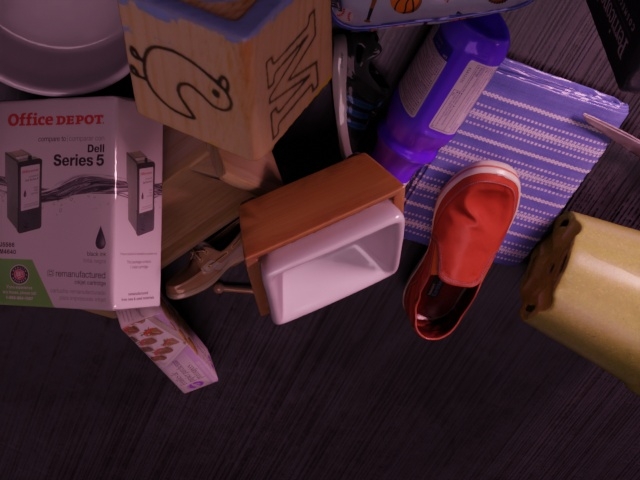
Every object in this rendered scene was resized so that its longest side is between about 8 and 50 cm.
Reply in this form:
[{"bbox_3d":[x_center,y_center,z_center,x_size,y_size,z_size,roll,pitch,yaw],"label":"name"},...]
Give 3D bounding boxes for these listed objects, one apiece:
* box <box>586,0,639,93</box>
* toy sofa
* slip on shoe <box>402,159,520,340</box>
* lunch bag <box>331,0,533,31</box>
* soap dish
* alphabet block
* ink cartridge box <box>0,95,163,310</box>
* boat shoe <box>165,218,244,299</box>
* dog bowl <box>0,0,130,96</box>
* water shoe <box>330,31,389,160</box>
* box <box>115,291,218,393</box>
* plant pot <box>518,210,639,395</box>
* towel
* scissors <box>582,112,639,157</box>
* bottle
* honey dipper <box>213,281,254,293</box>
[{"bbox_3d":[0.470,-0.437,1.220,0.297,0.480,0.471,9,129,-9],"label":"box"},{"bbox_3d":[-0.237,-0.056,1.741,0.362,0.177,0.150,-33,149,22],"label":"toy sofa"},{"bbox_3d":[0.209,0.020,1.807,0.123,0.101,0.331,12,130,-14],"label":"slip on shoe"},{"bbox_3d":[0.122,-0.386,1.485,0.303,0.115,0.243,-7,128,1],"label":"lunch bag"},{"bbox_3d":[0.000,0.000,1.704,0.229,0.118,0.291,-24,163,-6],"label":"soap dish"},{"bbox_3d":[-0.108,-0.249,1.478,0.192,0.193,0.197,25,145,22],"label":"alphabet block"},{"bbox_3d":[-0.317,-0.050,1.610,0.198,0.115,0.272,1,91,26],"label":"ink cartridge box"},{"bbox_3d":[-0.165,0.023,1.816,0.170,0.063,0.059,-36,122,-24],"label":"boat shoe"},{"bbox_3d":[-0.329,-0.315,1.520,0.265,0.104,0.265,-1,131,-2],"label":"dog bowl"},{"bbox_3d":[0.056,-0.189,1.673,0.080,0.073,0.203,-7,131,0],"label":"water shoe"},{"bbox_3d":[-0.232,0.150,1.862,0.063,0.067,0.324,-22,153,1],"label":"box"},{"bbox_3d":[0.446,0.085,1.834,0.254,0.276,0.276,23,126,-7],"label":"plant pot"},{"bbox_3d":[0.264,-0.107,1.787,0.243,0.040,0.336,15,130,-18],"label":"towel"},{"bbox_3d":[0.488,-0.125,1.769,0.109,0.021,0.297,-28,133,25],"label":"scissors"},{"bbox_3d":[0.149,-0.187,1.649,0.092,0.118,0.283,18,126,-18],"label":"bottle"},{"bbox_3d":[-0.088,0.079,1.924,0.161,0.030,0.030,6,130,-4],"label":"honey dipper"}]
